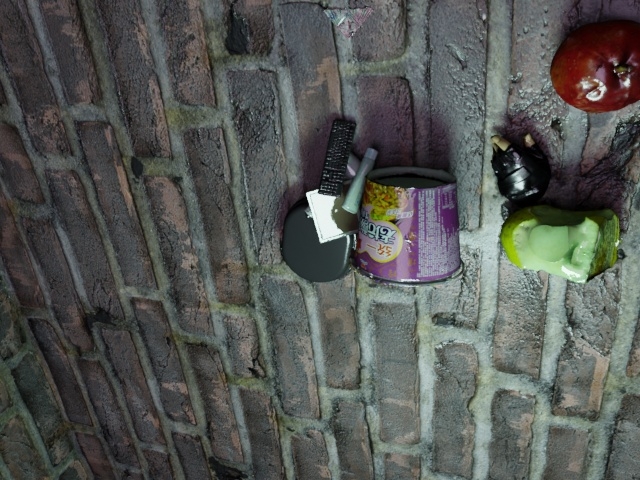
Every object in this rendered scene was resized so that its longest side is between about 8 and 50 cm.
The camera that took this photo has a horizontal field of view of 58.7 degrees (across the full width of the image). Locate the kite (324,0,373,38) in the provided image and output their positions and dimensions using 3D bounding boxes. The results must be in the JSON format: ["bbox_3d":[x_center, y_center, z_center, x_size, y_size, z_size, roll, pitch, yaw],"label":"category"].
[{"bbox_3d":[0.075,-0.616,1.514,0.137,0.005,0.152,5,120,14],"label":"kite"}]

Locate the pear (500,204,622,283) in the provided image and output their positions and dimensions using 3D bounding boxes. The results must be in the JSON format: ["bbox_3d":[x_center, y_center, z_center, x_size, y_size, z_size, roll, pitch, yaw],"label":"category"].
[{"bbox_3d":[0.637,-0.013,1.539,0.282,0.286,0.176,14,106,39],"label":"pear"}]

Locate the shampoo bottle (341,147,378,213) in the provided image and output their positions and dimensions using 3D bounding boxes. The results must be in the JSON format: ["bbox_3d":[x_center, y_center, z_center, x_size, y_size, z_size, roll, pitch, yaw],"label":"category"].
[{"bbox_3d":[0.117,-0.174,1.639,0.041,0.069,0.190,19,86,35],"label":"shampoo bottle"}]

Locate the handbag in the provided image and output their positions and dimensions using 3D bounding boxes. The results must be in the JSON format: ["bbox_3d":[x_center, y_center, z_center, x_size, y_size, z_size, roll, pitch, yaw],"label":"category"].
[{"bbox_3d":[0.000,-0.001,1.845,0.254,0.093,0.308,14,122,10],"label":"handbag"}]

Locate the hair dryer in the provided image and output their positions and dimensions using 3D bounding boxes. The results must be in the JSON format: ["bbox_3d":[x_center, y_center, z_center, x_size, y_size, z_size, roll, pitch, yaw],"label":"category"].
[{"bbox_3d":[0.029,-0.162,1.710,0.131,0.073,0.236,43,98,-6],"label":"hair dryer"}]

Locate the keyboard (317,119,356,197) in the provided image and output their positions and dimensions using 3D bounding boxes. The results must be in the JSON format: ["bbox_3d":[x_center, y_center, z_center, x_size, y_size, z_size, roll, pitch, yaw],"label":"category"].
[{"bbox_3d":[0.047,-0.239,1.644,0.072,0.023,0.231,12,83,6],"label":"keyboard"}]

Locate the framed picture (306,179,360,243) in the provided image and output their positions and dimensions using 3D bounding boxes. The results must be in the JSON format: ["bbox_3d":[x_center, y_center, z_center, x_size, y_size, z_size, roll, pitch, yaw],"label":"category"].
[{"bbox_3d":[0.045,-0.086,1.699,0.142,0.011,0.183,-17,122,0],"label":"framed picture"}]

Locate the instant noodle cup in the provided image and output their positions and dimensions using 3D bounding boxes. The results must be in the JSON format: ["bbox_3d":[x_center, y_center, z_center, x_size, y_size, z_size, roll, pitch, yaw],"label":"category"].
[{"bbox_3d":[0.243,-0.055,1.604,0.340,0.340,0.266,5,112,17],"label":"instant noodle cup"}]

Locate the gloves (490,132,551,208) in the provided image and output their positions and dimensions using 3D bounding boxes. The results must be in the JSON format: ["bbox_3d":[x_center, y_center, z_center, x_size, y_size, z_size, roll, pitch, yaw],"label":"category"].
[{"bbox_3d":[0.524,-0.203,1.530,0.203,0.124,0.164,35,115,-21],"label":"gloves"}]

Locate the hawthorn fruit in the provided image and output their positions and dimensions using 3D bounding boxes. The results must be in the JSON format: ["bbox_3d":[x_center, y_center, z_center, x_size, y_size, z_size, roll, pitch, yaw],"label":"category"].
[{"bbox_3d":[0.650,-0.396,1.286,0.230,0.266,0.210,9,103,11],"label":"hawthorn fruit"}]
